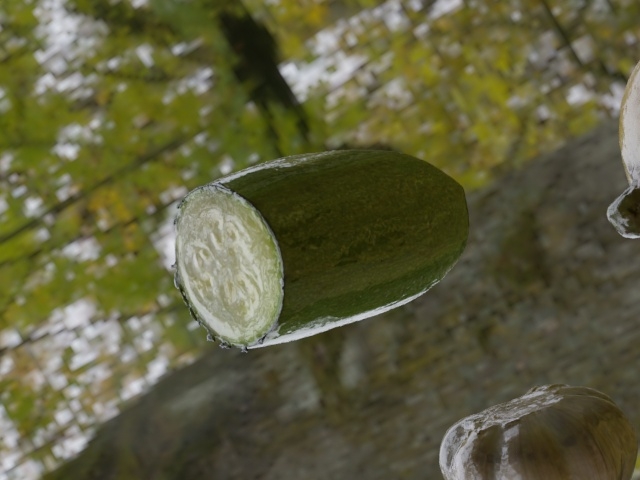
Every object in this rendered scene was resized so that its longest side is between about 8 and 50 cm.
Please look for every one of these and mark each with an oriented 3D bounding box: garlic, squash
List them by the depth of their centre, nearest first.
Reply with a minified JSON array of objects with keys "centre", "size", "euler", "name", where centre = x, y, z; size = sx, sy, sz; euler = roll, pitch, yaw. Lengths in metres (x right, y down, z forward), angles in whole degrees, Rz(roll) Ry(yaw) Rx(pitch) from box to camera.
[{"centre":[0.000,0.000,2.027],"size":[0.260,0.189,0.189],"euler":[-19,-99,-40],"name":"squash"},{"centre":[0.248,0.250,2.188],"size":[0.228,0.228,0.152],"euler":[-36,-64,-57],"name":"garlic"}]

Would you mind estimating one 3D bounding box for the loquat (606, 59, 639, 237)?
[{"centre":[0.493,-0.110,2.351],"size":[0.328,0.359,0.328],"euler":[55,170,14],"name":"loquat"}]
